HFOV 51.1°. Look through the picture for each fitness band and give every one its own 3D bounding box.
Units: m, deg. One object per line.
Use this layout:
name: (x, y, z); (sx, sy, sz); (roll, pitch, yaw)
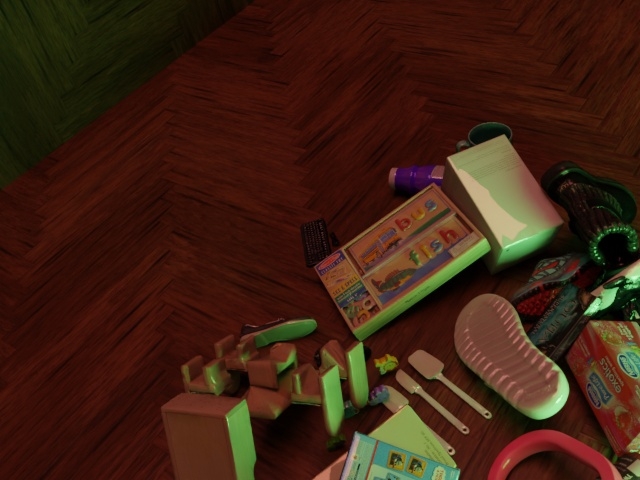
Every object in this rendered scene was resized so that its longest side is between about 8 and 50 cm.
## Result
fitness band: (0.431, 0.463, 1.249); (0.209, 0.054, 0.291); (-48, 19, -9)

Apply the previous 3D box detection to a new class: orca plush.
orca plush: (0.668, 0.149, 1.528); (0.287, 0.151, 0.102); (-35, 73, 3)

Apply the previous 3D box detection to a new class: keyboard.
keyboard: (0.000, 0.000, 1.967); (0.108, 0.023, 0.180); (-13, 44, 2)

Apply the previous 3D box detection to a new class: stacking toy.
stacking toy: (0.095, 0.372, 1.531); (0.221, 0.052, 0.166); (-23, 43, 4)

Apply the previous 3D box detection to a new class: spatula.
spatula: (0.255, 0.362, 1.519); (0.168, 0.019, 0.242); (-35, 46, -21)

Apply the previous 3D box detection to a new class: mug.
mug: (0.510, -0.289, 2.060); (0.158, 0.097, 0.129); (14, 51, 29)

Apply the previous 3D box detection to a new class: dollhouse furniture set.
dollhouse furniture set: (-0.131, 0.392, 1.431); (0.363, 0.256, 0.394); (-1, 13, 27)

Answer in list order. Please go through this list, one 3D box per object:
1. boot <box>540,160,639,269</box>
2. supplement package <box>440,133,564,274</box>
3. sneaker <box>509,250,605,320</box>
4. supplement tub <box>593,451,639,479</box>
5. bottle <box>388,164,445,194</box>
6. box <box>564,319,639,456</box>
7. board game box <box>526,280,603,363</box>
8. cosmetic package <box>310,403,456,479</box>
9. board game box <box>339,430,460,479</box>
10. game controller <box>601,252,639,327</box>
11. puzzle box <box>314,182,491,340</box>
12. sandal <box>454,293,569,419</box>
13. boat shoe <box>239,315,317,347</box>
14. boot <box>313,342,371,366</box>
boot: (0.704, -0.040, 1.630); (0.348, 0.131, 0.260); (14, 36, -32)
supplement package: (0.464, -0.092, 1.750); (0.178, 0.175, 0.292); (-22, 65, -7)
sneaker: (0.567, 0.108, 1.655); (0.262, 0.104, 0.125); (-24, 25, -13)
supplement tub: (0.544, 0.488, 1.239); (0.198, 0.106, 0.106); (-30, 45, -16)
bottle: (0.346, -0.173, 1.986); (0.283, 0.092, 0.118); (7, 27, 22)
box: (0.628, 0.299, 1.371); (0.123, 0.128, 0.256); (3, 41, -14)
board game box: (0.538, 0.187, 1.507); (0.186, 0.026, 0.126); (-54, 15, 5)
cosmetic package: (0.097, 0.488, 1.331); (0.310, 0.113, 0.160); (-34, 71, -19)
board game box: (0.140, 0.473, 1.257); (0.212, 0.039, 0.160); (19, 65, 5)
game controller: (0.783, 0.155, 1.560); (0.167, 0.067, 0.319); (-24, 41, 13)
puzzle box: (0.203, 0.046, 1.754); (0.409, 0.052, 0.272); (-36, 43, 3)
sandal: (0.419, 0.269, 1.506); (0.169, 0.102, 0.416); (-38, 26, 9)
boat shoe: (-0.112, 0.222, 1.732); (0.206, 0.075, 0.064); (-16, 46, 7)
boot: (0.051, 0.282, 1.646); (0.121, 0.045, 0.099); (-36, 41, -22)
